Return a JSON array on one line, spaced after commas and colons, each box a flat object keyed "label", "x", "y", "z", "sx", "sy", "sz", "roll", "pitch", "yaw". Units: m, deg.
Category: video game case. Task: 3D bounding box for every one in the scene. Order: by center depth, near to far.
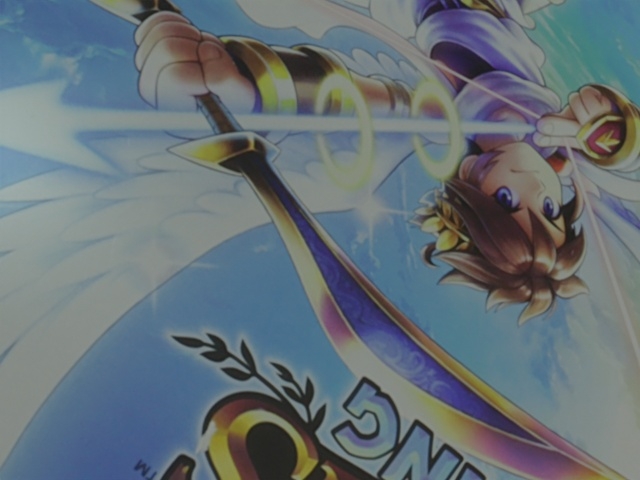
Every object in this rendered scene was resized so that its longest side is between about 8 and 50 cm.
[{"label": "video game case", "x": 0.000, "y": 0.000, "z": 0.372, "sx": 0.269, "sy": 0.061, "sz": 0.244, "roll": 40, "pitch": 63, "yaw": -6}]
